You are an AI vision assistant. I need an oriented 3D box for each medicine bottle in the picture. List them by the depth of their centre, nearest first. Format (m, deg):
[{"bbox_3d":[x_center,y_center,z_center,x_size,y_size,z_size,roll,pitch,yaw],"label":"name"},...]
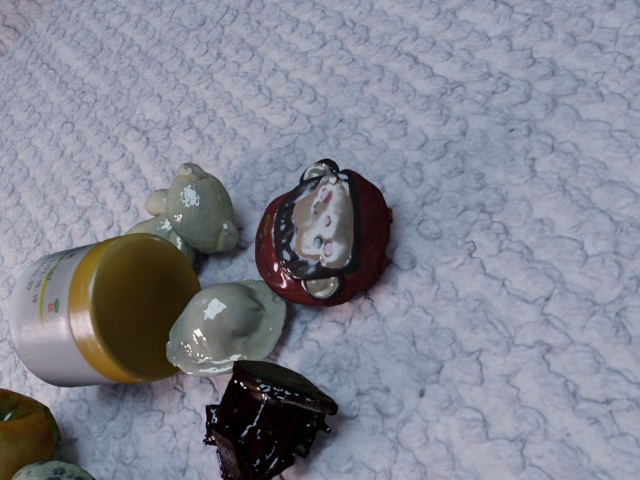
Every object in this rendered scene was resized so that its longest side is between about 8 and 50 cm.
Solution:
[{"bbox_3d":[-0.351,0.118,1.739,0.232,0.238,0.238,-10,50,38],"label":"medicine bottle"}]

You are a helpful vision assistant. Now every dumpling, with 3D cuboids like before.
[{"bbox_3d":[-0.142,0.144,1.628,0.181,0.111,0.155,-56,47,13],"label":"dumpling"}]

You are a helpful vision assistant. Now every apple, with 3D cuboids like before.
[{"bbox_3d":[-0.546,0.369,1.743,0.246,0.246,0.226,37,114,53],"label":"apple"}]

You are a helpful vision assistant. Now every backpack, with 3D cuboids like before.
[{"bbox_3d":[-0.002,-0.001,1.609,0.229,0.139,0.229,-13,66,31],"label":"backpack"}]

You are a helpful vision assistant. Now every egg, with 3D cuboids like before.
[{"bbox_3d":[-0.396,0.403,1.593,0.182,0.141,0.141,26,75,31],"label":"egg"}]

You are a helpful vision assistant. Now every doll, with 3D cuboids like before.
[{"bbox_3d":[-0.256,-0.015,1.893,0.278,0.175,0.149,-32,0,31],"label":"doll"}]

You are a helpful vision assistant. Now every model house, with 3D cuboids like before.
[{"bbox_3d":[-0.084,0.260,1.478,0.203,0.141,0.164,-156,84,-72],"label":"model house"}]
